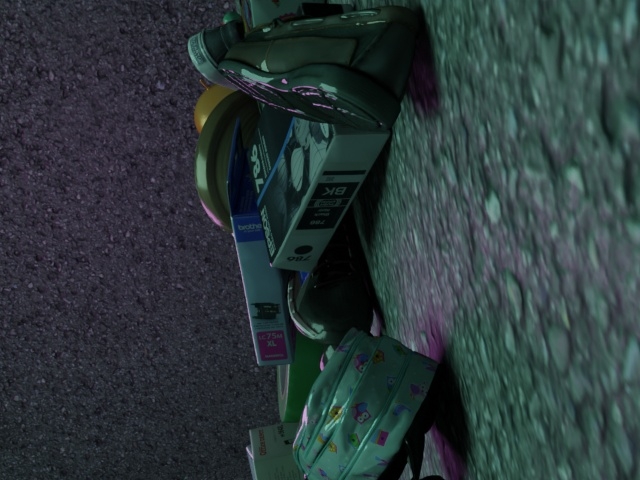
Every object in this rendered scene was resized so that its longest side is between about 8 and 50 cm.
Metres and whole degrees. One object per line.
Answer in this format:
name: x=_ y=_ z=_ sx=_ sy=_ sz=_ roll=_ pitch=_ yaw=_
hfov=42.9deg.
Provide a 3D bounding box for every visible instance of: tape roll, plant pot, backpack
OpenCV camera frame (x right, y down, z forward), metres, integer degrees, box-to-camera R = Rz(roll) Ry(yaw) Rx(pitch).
tape roll: x=-0.035 y=0.181 z=1.538 sx=0.321 sy=0.077 sz=0.321 roll=-179 pitch=90 yaw=-83
plant pot: x=-0.075 y=-0.118 z=1.277 sx=0.109 sy=0.237 sz=0.237 roll=12 pitch=119 yaw=40
backpack: x=0.042 y=0.163 z=0.737 sx=0.182 sy=0.115 sz=0.152 roll=104 pitch=-172 yaw=-55

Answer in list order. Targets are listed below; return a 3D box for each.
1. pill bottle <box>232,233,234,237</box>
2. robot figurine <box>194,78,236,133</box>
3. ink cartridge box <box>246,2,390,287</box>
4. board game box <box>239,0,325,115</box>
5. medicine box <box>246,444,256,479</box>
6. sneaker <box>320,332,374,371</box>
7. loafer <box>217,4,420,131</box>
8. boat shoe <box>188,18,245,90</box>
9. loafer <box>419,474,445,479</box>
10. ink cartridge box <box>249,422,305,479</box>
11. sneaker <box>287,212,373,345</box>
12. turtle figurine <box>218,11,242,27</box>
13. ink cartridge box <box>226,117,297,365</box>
pill bottle: x=-0.114 y=-0.057 z=1.585 sx=0.246 sy=0.136 sz=0.136 roll=-115 pitch=15 yaw=-67
robot figurine: x=-0.140 y=-0.199 z=1.458 sx=0.219 sy=0.128 sz=0.158 roll=47 pitch=-130 yaw=-50
ink cartridge box: x=-0.021 y=-0.086 z=0.902 sx=0.333 sy=0.065 sz=0.165 roll=116 pitch=144 yaw=-56
board game box: x=-0.055 y=-0.305 z=1.077 sx=0.224 sy=0.097 sz=0.303 roll=-107 pitch=10 yaw=-48
medicine box: x=-0.011 y=0.557 z=1.609 sx=0.289 sy=0.149 sz=0.263 roll=30 pitch=133 yaw=59
sneaker: x=0.043 y=0.240 z=1.083 sx=0.106 sy=0.101 sz=0.267 roll=-110 pitch=11 yaw=-47
loafer: x=-0.002 y=-0.148 z=0.678 sx=0.084 sy=0.096 sz=0.267 roll=-62 pitch=31 yaw=0
boat shoe: x=-0.099 y=-0.305 z=1.347 sx=0.301 sy=0.102 sz=0.108 roll=0 pitch=-112 yaw=-66
loafer: x=0.105 y=0.325 z=0.780 sx=0.087 sy=0.094 sz=0.251 roll=-65 pitch=-17 yaw=-55
ink cartridge box: x=-0.025 y=0.396 z=1.513 sx=0.148 sy=0.203 sz=0.086 roll=-130 pitch=30 yaw=-78
sneaker: x=0.000 y=0.000 z=1.061 sx=0.281 sy=0.106 sz=0.163 roll=-108 pitch=13 yaw=-57
turtle figurine: x=-0.141 y=-0.369 z=1.583 sx=0.234 sy=0.118 sz=0.175 roll=84 pitch=-171 yaw=-50
ink cartridge box: x=-0.076 y=0.002 z=1.150 sx=0.186 sy=0.065 sz=0.311 roll=-89 pitch=-9 yaw=-56
